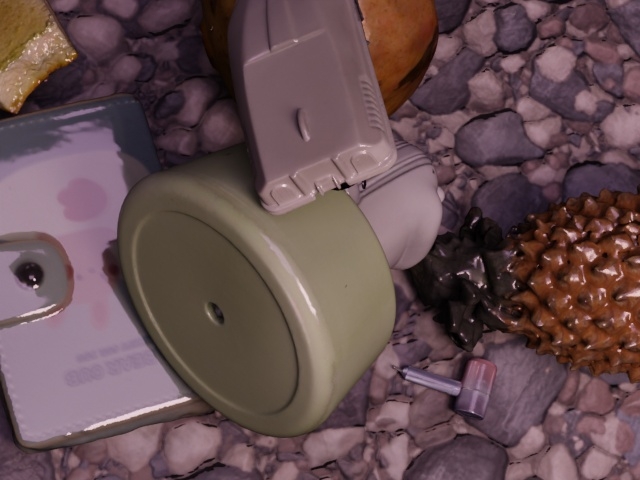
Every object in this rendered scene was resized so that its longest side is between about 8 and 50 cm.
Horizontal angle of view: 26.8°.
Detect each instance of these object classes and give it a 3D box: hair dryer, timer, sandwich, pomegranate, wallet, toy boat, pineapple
[{"bbox_3d":[0.135,0.154,1.495,0.114,0.037,0.063,17,73,1],"label":"hair dryer"},{"bbox_3d":[0.000,0.000,1.366,0.315,0.291,0.291,-35,85,-36],"label":"timer"},{"bbox_3d":[-0.333,-0.238,1.453,0.162,0.058,0.193,19,70,20],"label":"sandwich"},{"bbox_3d":[-0.003,-0.248,1.437,0.281,0.281,0.281,2,77,-10],"label":"pomegranate"},{"bbox_3d":[-0.262,0.037,1.427,0.252,0.083,0.360,-14,81,-18],"label":"wallet"},{"bbox_3d":[-0.007,-0.144,1.232,0.141,0.140,0.269,2,45,-10],"label":"toy boat"},{"bbox_3d":[0.241,0.047,1.462,0.357,0.223,0.223,1,77,10],"label":"pineapple"}]
